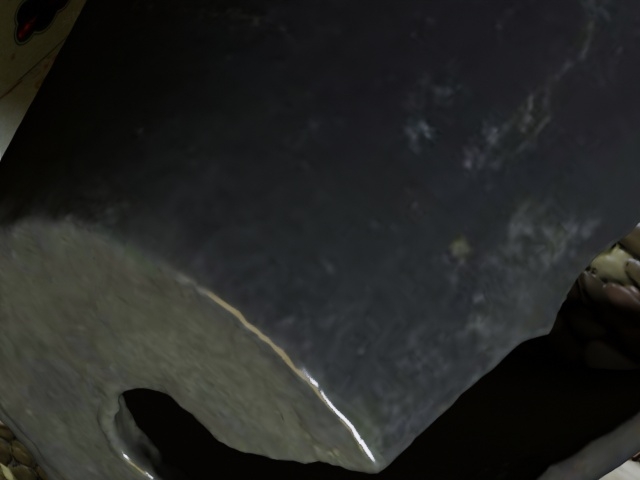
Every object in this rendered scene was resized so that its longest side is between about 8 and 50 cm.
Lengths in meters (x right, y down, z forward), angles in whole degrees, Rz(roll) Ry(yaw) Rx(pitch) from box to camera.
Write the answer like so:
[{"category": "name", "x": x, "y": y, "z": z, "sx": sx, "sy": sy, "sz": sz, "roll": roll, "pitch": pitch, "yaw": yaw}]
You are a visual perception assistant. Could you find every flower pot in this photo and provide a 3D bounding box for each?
[{"category": "flower pot", "x": 0.000, "y": 0.000, "z": 0.822, "sx": 0.379, "sy": 0.251, "sz": 0.379, "roll": 27, "pitch": 144, "yaw": 21}]

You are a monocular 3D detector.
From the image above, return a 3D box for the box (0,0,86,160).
[{"category": "box", "x": -0.142, "y": -0.122, "z": 0.955, "sx": 0.024, "sy": 0.090, "sz": 0.167, "roll": 26, "pitch": 142, "yaw": 20}]
